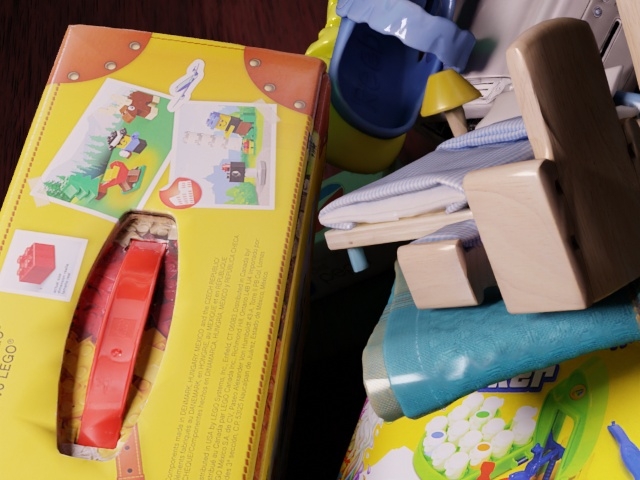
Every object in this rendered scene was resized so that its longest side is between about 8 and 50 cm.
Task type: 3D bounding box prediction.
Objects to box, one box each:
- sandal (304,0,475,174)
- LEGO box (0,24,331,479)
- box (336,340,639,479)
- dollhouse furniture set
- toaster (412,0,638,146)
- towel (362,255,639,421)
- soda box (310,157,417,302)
[{"bbox_3d":[0.063,-0.209,1.098,0.138,0.126,0.317,-37,44,48],"label":"sandal"},{"bbox_3d":[-0.126,0.166,0.955,0.372,0.193,0.500,96,-177,-50],"label":"LEGO box"},{"bbox_3d":[0.145,0.202,0.768,0.290,0.177,0.279,-7,55,52],"label":"box"},{"bbox_3d":[0.088,-0.094,0.802,0.286,0.198,0.303,-24,11,-39],"label":"dollhouse furniture set"},{"bbox_3d":[0.159,-0.143,1.127,0.227,0.129,0.146,3,65,58],"label":"toaster"},{"bbox_3d":[0.211,0.000,0.758,0.370,0.040,0.271,-16,10,11],"label":"towel"},{"bbox_3d":[0.000,0.000,1.263,0.216,0.069,0.074,-24,43,40],"label":"soda box"}]
